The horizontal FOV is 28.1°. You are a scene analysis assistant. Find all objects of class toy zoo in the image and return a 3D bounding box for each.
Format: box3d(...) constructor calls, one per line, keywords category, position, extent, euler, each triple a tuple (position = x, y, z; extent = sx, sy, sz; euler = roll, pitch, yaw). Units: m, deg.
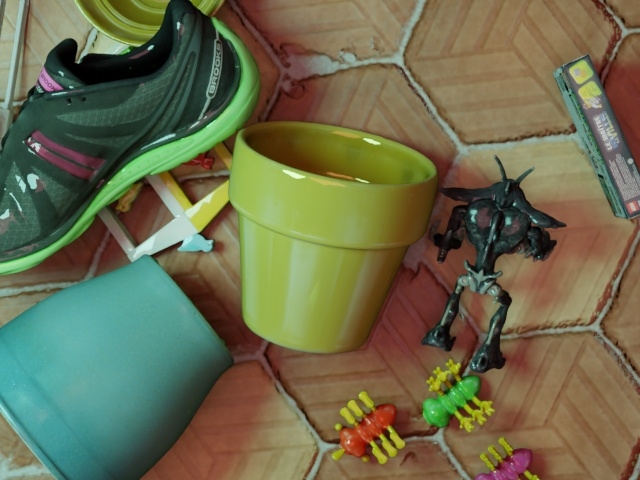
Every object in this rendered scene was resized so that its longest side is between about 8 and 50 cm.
box3d(category="toy zoo", position=(-0.228, -0.107, 1.687), extent=(0.192, 0.030, 0.293), euler=(-36, 90, 5))

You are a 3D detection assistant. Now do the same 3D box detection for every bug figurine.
box3d(category="bug figurine", position=(0.158, 0.293, 1.657), extent=(0.216, 0.072, 0.279), euler=(-36, 85, -1))

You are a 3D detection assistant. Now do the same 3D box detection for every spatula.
box3d(category="spatula", position=(-0.423, -0.216, 1.634), extent=(0.019, 0.168, 0.242), euler=(5, 85, 14))

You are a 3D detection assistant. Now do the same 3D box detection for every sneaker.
box3d(category="sneaker", position=(-0.310, -0.131, 1.564), extent=(0.483, 0.185, 0.202), euler=(-36, 121, -3))

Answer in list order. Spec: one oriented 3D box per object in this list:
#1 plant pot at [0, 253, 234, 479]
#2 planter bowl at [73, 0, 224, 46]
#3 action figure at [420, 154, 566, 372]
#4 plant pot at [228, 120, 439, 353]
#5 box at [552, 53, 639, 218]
box3d(category="plant pot", position=(-0.260, 0.160, 1.599), extent=(0.255, 0.271, 0.271), euler=(-40, 89, -9))
box3d(category="planter bowl", position=(-0.212, -0.353, 1.645), extent=(0.217, 0.090, 0.217), euler=(0, 93, 4))
box3d(category="action figure", position=(0.210, 0.018, 1.610), extent=(0.164, 0.141, 0.275), euler=(16, 109, 5))
box3d(category="plant pot", position=(0.000, 0.000, 1.581), extent=(0.254, 0.254, 0.239), euler=(13, 109, 4))
box3d(category="box", position=(0.353, -0.128, 1.602), extent=(0.036, 0.114, 0.207), euler=(-23, 91, 5))
